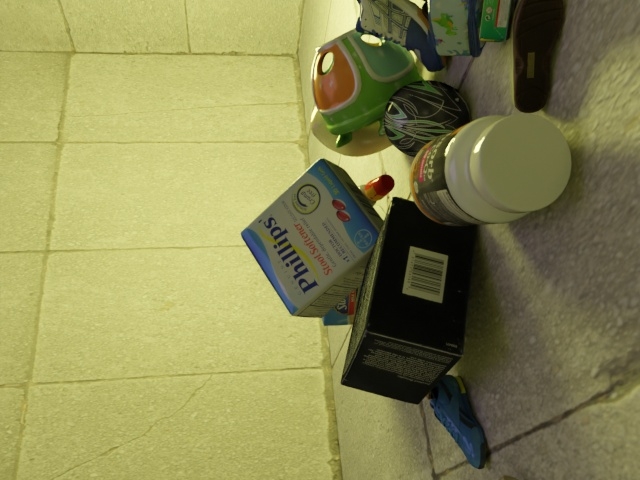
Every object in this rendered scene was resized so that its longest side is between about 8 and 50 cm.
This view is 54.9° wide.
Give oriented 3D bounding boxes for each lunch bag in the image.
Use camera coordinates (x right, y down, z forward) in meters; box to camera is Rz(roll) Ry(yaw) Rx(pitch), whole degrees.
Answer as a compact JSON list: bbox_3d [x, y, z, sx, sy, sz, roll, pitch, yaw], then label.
[{"bbox_3d":[0.235,-0.417,0.987,0.176,0.090,0.218,43,-122,-69],"label":"lunch bag"}]

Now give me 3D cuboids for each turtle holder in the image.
[{"bbox_3d":[0.125,-0.381,1.415,0.227,0.320,0.243,61,167,-15],"label":"turtle holder"}]

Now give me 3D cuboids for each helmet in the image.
[{"bbox_3d":[0.211,-0.240,1.232,0.161,0.170,0.169,-71,-15,-63],"label":"helmet"}]

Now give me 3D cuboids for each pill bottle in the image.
[{"bbox_3d":[0.249,-0.103,0.945,0.278,0.162,0.162,177,91,-81],"label":"pill bottle"}]

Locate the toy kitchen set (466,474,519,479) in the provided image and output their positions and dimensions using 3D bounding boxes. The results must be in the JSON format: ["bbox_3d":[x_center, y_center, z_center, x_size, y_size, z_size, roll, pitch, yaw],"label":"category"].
[{"bbox_3d":[0.258,0.498,0.972,0.122,0.166,0.207,99,167,-49],"label":"toy kitchen set"}]

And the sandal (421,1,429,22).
[{"bbox_3d":[0.253,-0.434,1.186,0.060,0.090,0.219,43,-155,-35],"label":"sandal"}]

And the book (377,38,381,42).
[{"bbox_3d":[0.176,-0.631,1.784,0.096,0.035,0.144,94,169,-55],"label":"book"}]

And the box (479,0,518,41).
[{"bbox_3d":[0.277,-0.360,0.932,0.179,0.043,0.105,-48,-37,-61],"label":"box"}]

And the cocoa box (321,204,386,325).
[{"bbox_3d":[0.094,0.060,1.774,0.347,0.228,0.231,-110,20,-64],"label":"cocoa box"}]

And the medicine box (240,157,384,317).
[{"bbox_3d":[0.000,0.000,1.493,0.263,0.289,0.149,55,-163,23],"label":"medicine box"}]

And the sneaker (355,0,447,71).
[{"bbox_3d":[0.143,-0.459,1.294,0.296,0.131,0.112,51,-171,-9],"label":"sneaker"}]

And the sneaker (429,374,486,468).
[{"bbox_3d":[0.262,0.357,1.217,0.209,0.082,0.069,-104,17,-49],"label":"sneaker"}]

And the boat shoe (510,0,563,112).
[{"bbox_3d":[0.303,-0.287,0.900,0.072,0.068,0.189,-83,-4,-64],"label":"boat shoe"}]

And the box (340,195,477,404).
[{"bbox_3d":[0.172,0.126,1.218,0.294,0.183,0.296,105,-179,-59],"label":"box"}]

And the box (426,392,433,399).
[{"bbox_3d":[0.244,0.272,1.512,0.201,0.021,0.164,-129,39,-77],"label":"box"}]

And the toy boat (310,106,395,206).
[{"bbox_3d":[0.101,-0.245,1.618,0.148,0.268,0.318,-32,71,60],"label":"toy boat"}]
